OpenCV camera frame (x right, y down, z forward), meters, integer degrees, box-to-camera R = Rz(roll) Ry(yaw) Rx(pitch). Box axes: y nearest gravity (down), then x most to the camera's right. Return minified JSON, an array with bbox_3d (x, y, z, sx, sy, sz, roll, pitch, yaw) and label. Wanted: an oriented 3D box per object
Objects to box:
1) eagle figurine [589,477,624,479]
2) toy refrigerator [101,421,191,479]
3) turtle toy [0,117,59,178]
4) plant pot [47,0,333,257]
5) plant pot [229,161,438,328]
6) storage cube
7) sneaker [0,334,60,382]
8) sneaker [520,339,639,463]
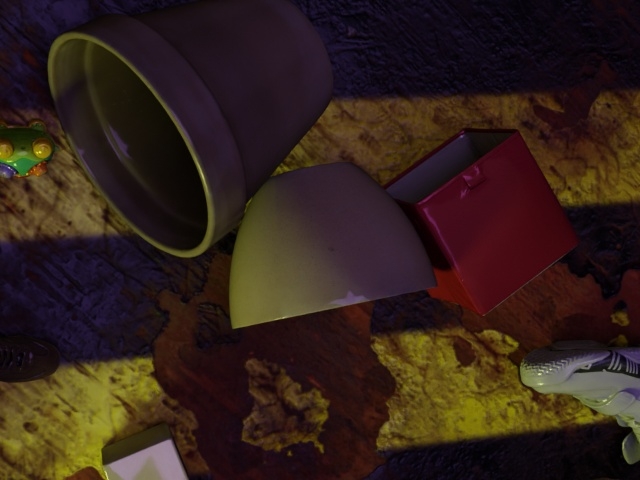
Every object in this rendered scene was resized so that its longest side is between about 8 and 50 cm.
[{"bbox_3d":[0.515,0.493,1.867,0.225,0.226,0.298,-32,133,-54],"label":"eagle figurine"},{"bbox_3d":[-0.210,0.401,1.700,0.102,0.094,0.269,-22,101,-8],"label":"toy refrigerator"},{"bbox_3d":[-0.409,-0.115,1.593,0.130,0.095,0.066,-3,117,-17],"label":"turtle toy"},{"bbox_3d":[-0.147,-0.184,1.579,0.280,0.323,0.323,-36,106,-30],"label":"plant pot"},{"bbox_3d":[0.000,0.000,1.647,0.284,0.284,0.191,-11,86,-17],"label":"plant pot"},{"bbox_3d":[0.222,-0.033,1.752,0.215,0.184,0.193,-35,105,-12],"label":"storage cube"},{"bbox_3d":[-0.439,0.159,1.611,0.188,0.071,0.066,7,93,-18],"label":"sneaker"},{"bbox_3d":[0.480,0.262,1.887,0.366,0.137,0.210,-1,93,-21],"label":"sneaker"}]
